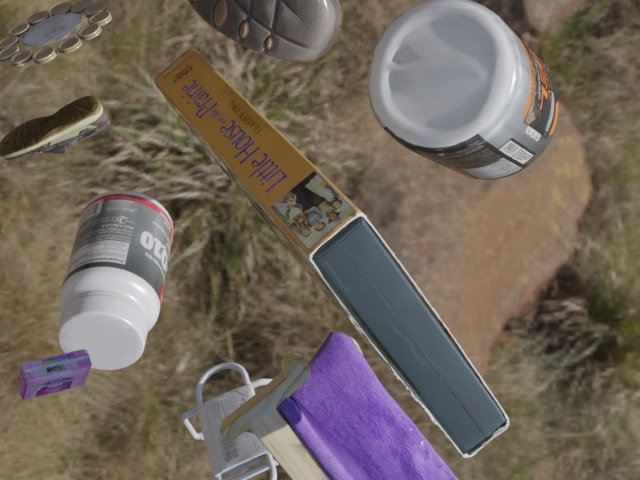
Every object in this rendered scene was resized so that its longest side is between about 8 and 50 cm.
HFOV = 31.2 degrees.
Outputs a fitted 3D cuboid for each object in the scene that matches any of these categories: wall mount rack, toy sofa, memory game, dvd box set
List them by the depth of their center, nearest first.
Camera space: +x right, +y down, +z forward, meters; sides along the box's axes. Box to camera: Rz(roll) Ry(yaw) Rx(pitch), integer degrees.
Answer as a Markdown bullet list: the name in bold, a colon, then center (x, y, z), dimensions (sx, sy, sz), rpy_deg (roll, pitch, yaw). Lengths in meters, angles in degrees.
- **dvd box set**: center (0.000, 0.000, 1.135), dimensions (0.062, 0.420, 0.307), rpy_deg (-39, 127, -2)
- **toy sofa**: center (0.066, 0.277, 1.236), dimensions (0.177, 0.150, 0.362), rpy_deg (-39, 89, -4)
- **memory game**: center (-0.403, -0.313, 1.726), dimensions (0.186, 0.186, 0.012), rpy_deg (-58, 140, -40)
- **wall mount rack**: center (-0.101, 0.374, 2.187), dimensions (0.350, 0.304, 0.130), rpy_deg (-112, 178, -47)

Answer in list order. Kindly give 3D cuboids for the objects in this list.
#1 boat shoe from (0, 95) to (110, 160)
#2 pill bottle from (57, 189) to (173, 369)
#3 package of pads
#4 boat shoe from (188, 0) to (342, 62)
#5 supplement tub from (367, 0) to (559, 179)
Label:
- **boat shoe**: center (-0.343, -0.133, 1.476), dimensions (0.049, 0.152, 0.056), rpy_deg (57, 16, -46)
- **pill bottle**: center (-0.336, 0.064, 1.878), dimensions (0.161, 0.161, 0.283), rpy_deg (46, 29, -33)
- **package of pads**: center (-0.318, 0.160, 1.367), dimensions (0.083, 0.050, 0.032), rpy_deg (-12, 58, -31)
- **boat shoe**: center (-0.095, -0.319, 1.180), dimensions (0.355, 0.132, 0.130), rpy_deg (47, 30, 17)
- **supplement tub**: center (0.213, -0.197, 1.593), dimensions (0.338, 0.207, 0.207), rpy_deg (11, 72, -67)
